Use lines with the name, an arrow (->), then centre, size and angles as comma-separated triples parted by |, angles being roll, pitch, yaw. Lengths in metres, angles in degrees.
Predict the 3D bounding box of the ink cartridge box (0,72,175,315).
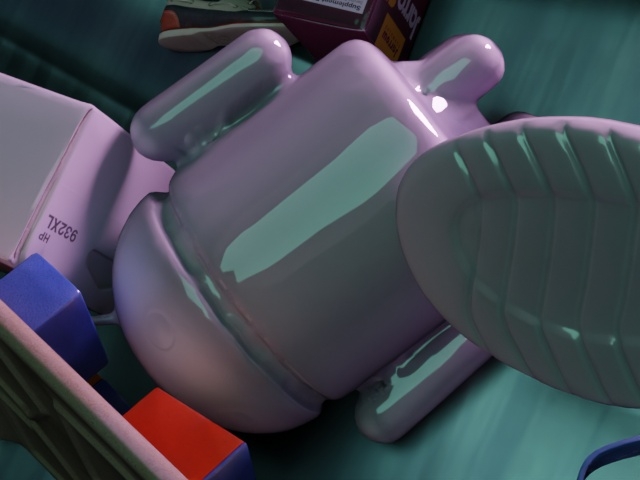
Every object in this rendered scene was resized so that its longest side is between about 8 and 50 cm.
ink cartridge box -> -0.271, -0.056, 1.017 | 0.307, 0.223, 0.129 | 21, 81, 24

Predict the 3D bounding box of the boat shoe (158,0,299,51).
boat shoe -> -0.073, -0.185, 1.084 | 0.137, 0.049, 0.043 | 1, 72, 25

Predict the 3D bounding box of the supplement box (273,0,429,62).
supplement box -> 0.045, -0.235, 1.023 | 0.081, 0.104, 0.188 | 16, 81, 23

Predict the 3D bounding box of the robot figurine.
robot figurine -> 0.000, 0.000, 0.916 | 0.353, 0.200, 0.300 | -36, 94, 6

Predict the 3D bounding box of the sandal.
sandal -> 0.233, 0.007, 0.706 | 0.416, 0.102, 0.169 | 3, 109, 36

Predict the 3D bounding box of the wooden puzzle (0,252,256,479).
wooden puzzle -> -0.136, 0.138, 0.874 | 0.348, 0.322, 0.080 | 34, 65, 24

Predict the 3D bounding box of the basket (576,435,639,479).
basket -> 0.318, 0.192, 0.721 | 0.289, 0.201, 0.254 | -14, 57, -12
